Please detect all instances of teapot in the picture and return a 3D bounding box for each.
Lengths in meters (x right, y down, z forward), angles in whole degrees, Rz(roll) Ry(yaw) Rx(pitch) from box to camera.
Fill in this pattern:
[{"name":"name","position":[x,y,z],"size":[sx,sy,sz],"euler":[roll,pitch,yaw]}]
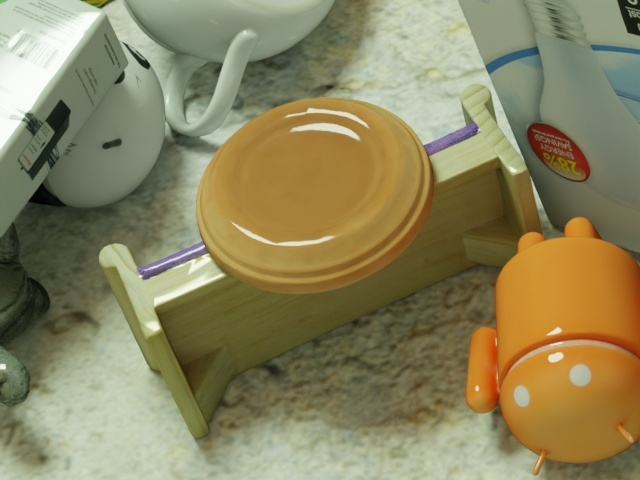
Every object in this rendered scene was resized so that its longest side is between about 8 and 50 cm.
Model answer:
[{"name":"teapot","position":[-0.113,-0.268,1.930],"size":[0.187,0.252,0.256],"euler":[-36,6,46]}]

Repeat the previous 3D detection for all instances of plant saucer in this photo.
[{"name":"plant saucer","position":[-0.008,-0.046,1.596],"size":[0.200,0.037,0.200],"euler":[-7,52,9]}]

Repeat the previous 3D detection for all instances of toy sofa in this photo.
[{"name":"toy sofa","position":[0.000,0.000,1.681],"size":[0.363,0.150,0.177],"euler":[-24,48,-4]}]

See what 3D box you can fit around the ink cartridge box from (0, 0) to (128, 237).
[{"name":"ink cartridge box","position":[-0.293,-0.127,1.714],"size":[0.153,0.087,0.208],"euler":[26,70,22]}]

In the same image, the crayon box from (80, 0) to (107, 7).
[{"name":"crayon box","position":[-0.309,-0.316,2.110],"size":[0.318,0.081,0.202],"euler":[-35,49,-13]}]

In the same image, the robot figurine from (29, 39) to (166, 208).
[{"name":"robot figurine","position":[-0.284,-0.127,1.865],"size":[0.278,0.173,0.209],"euler":[11,68,24]}]

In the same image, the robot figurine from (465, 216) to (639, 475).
[{"name":"robot figurine","position":[0.205,0.085,1.555],"size":[0.158,0.128,0.219],"euler":[9,48,-7]}]

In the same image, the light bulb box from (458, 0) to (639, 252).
[{"name":"light bulb box","position":[0.322,-0.159,1.541],"size":[0.225,0.361,0.358],"euler":[-45,40,-21]}]

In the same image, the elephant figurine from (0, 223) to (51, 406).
[{"name":"elephant figurine","position":[-0.318,0.042,1.755],"size":[0.239,0.169,0.186],"euler":[10,86,21]}]
